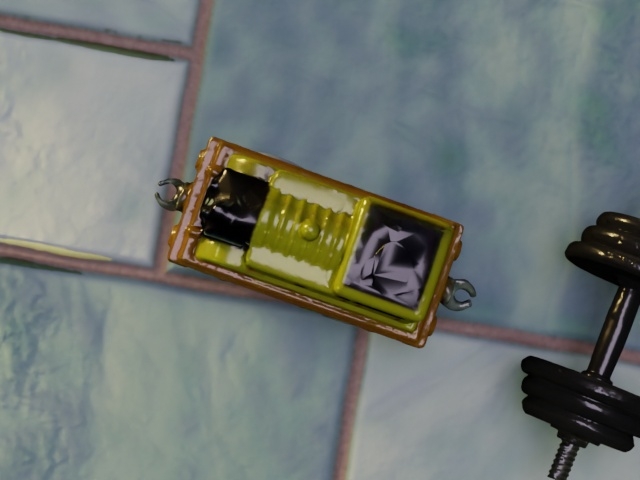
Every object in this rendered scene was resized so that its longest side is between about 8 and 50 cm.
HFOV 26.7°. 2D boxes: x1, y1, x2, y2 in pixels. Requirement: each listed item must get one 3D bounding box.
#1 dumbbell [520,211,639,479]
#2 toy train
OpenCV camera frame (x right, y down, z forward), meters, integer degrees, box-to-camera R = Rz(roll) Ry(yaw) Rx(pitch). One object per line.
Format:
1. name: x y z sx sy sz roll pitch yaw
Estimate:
1. dumbbell: 0.191 0.058 0.875 0.099 0.099 0.208 23 87 -3
2. toy train: 0.000 0.000 0.850 0.219 0.127 0.089 20 85 -4
